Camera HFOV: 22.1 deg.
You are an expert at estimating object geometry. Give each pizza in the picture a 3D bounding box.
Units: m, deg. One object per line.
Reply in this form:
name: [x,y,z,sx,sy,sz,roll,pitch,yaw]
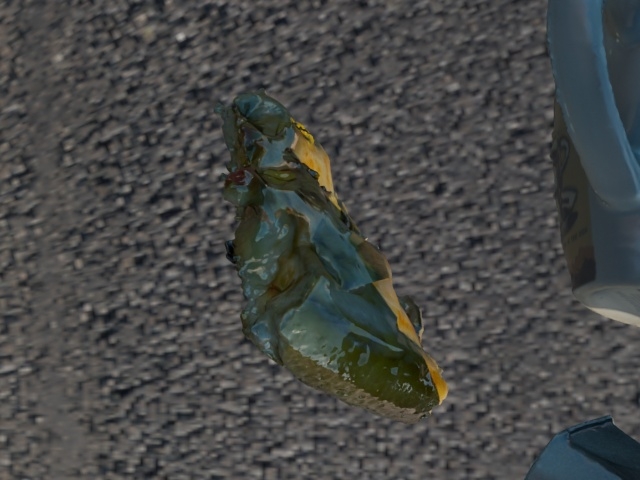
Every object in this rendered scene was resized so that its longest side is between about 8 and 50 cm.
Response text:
pizza: [0.000,0.000,1.112,0.071,0.297,0.189,-43,125,17]

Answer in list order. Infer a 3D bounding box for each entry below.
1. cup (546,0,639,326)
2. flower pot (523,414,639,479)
cup: [0.251,-0.082,1.166,0.301,0.227,0.257,29,66,-46]
flower pot: [0.173,0.227,0.985,0.103,0.108,0.229,-21,129,-41]
